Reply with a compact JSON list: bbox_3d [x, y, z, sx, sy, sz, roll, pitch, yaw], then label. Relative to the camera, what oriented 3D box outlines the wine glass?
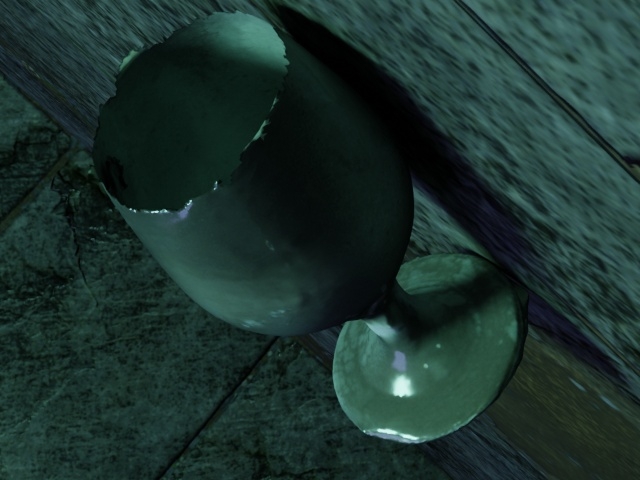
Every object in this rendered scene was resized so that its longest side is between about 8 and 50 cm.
[{"bbox_3d":[0.000,0.000,0.756,0.126,0.126,0.241,35,173,46],"label":"wine glass"}]
